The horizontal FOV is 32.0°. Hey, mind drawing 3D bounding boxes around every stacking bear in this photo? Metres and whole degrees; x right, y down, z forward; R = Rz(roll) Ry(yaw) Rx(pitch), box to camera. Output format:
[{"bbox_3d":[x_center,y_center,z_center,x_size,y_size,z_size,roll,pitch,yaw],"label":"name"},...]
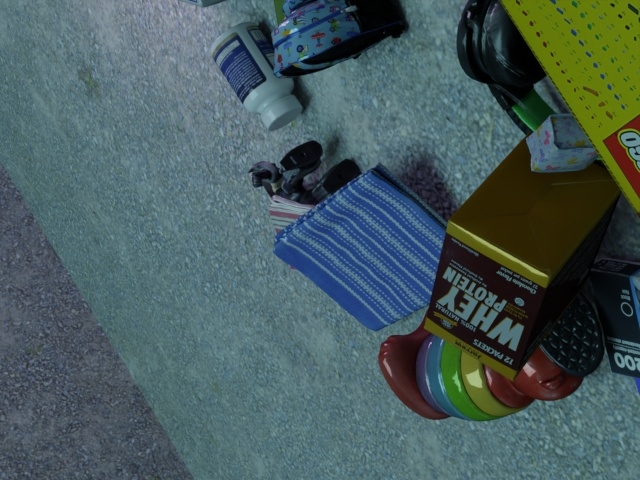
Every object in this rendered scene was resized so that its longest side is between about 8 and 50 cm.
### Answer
[{"bbox_3d":[0.251,0.175,1.591,0.289,0.175,0.164,-14,105,54],"label":"stacking bear"}]

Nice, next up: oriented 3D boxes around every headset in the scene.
[{"bbox_3d":[0.228,-0.236,1.230,0.394,0.185,0.243,56,153,-12],"label":"headset"}]

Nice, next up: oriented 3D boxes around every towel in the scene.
[{"bbox_3d":[0.083,0.025,1.737,0.243,0.040,0.336,41,146,-10],"label":"towel"},{"bbox_3d":[0.000,0.000,1.861,0.144,0.029,0.197,10,147,19],"label":"towel"}]

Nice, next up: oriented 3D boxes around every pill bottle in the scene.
[{"bbox_3d":[-0.103,-0.269,1.852,0.169,0.094,0.094,58,152,10],"label":"pill bottle"}]

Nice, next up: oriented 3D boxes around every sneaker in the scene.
[{"bbox_3d":[0.306,0.077,1.474,0.097,0.084,0.235,31,-153,-58],"label":"sneaker"}]

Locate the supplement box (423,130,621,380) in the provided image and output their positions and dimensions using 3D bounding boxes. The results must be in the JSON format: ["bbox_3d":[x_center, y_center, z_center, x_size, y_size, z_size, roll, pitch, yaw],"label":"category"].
[{"bbox_3d":[0.236,0.018,1.311,0.129,0.191,0.194,30,143,20],"label":"supplement box"}]

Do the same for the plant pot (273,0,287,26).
[{"bbox_3d":[-0.038,-0.346,1.706,0.083,0.083,0.079,-38,69,62],"label":"plant pot"}]

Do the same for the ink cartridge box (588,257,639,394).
[{"bbox_3d":[0.432,0.130,1.356,0.206,0.045,0.208,9,123,57],"label":"ink cartridge box"}]

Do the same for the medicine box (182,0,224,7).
[{"bbox_3d":[-0.225,-0.542,1.762,0.263,0.149,0.289,28,136,47],"label":"medicine box"}]

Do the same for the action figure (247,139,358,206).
[{"bbox_3d":[-0.040,-0.078,1.910,0.185,0.099,0.285,42,155,1],"label":"action figure"}]

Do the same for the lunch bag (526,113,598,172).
[{"bbox_3d":[0.278,-0.108,1.226,0.071,0.083,0.053,123,144,-69],"label":"lunch bag"}]

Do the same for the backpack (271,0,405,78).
[{"bbox_3d":[0.003,-0.299,1.564,0.158,0.173,0.117,-10,105,62],"label":"backpack"}]

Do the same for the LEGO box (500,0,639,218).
[{"bbox_3d":[0.311,-0.284,0.850,0.500,0.372,0.193,60,152,7],"label":"LEGO box"}]
